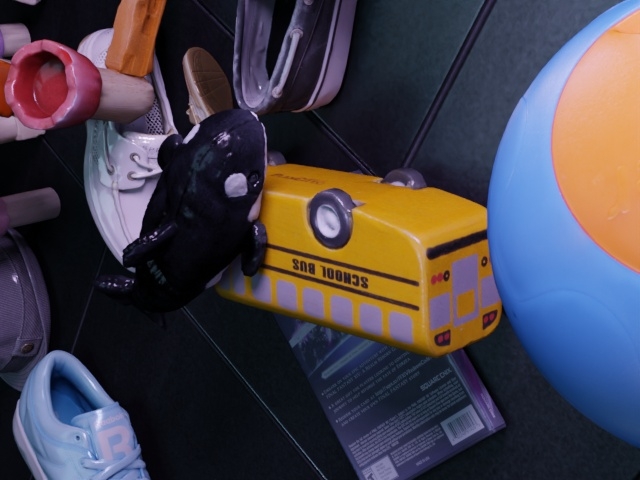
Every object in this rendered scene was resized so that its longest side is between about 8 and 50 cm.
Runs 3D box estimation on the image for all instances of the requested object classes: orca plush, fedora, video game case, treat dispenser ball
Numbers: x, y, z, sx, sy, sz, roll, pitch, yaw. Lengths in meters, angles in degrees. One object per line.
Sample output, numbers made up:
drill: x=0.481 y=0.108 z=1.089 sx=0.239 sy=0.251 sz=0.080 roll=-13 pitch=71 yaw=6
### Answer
orca plush: x=-0.148 y=-0.008 z=1.006 sx=0.287 sy=0.102 sz=0.151 roll=-34 pitch=79 yaw=47
fedora: x=-0.491 y=0.103 z=1.583 sx=0.243 sy=0.124 sz=0.275 roll=55 pitch=135 yaw=19
video game case: x=0.045 y=0.097 z=1.093 sx=0.196 sy=0.026 sz=0.274 roll=-42 pitch=70 yaw=45
treat dispenser ball: x=0.242 y=-0.011 z=0.656 sx=0.288 sy=0.288 sz=0.288 roll=17 pitch=114 yaw=43

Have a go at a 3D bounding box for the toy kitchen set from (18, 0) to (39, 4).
toy kitchen set: x=-0.414 y=-0.399 z=1.393 sx=0.207 sy=0.166 sz=0.122 roll=17 pitch=121 yaw=2

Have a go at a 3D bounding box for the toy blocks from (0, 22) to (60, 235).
toy blocks: x=-0.536 y=-0.149 z=1.451 sx=0.289 sy=0.260 sz=0.308 roll=6 pitch=106 yaw=46

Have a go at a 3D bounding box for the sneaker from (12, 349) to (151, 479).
sneaker: x=-0.276 y=0.288 z=1.409 sx=0.366 sy=0.135 sz=0.150 roll=44 pitch=133 yaw=27

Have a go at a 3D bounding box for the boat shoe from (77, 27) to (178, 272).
boat shoe: x=-0.201 y=-0.100 z=1.234 sx=0.096 sy=0.098 sz=0.277 roll=-7 pitch=96 yaw=48

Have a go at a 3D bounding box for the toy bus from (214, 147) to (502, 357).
toy bus: x=0.000 y=0.000 z=1.013 sx=0.333 sy=0.108 sz=0.130 roll=12 pitch=112 yaw=43

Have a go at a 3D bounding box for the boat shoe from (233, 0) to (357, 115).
boat shoe: x=-0.029 y=-0.259 z=0.998 sx=0.113 sy=0.105 sz=0.306 roll=34 pitch=125 yaw=35

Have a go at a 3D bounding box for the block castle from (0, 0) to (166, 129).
block castle: x=-0.375 y=-0.297 z=1.151 sx=0.453 sy=0.213 sz=0.303 roll=19 pitch=100 yaw=24

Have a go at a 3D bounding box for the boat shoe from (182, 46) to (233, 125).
boat shoe: x=-0.116 y=-0.133 z=1.170 sx=0.045 sy=0.050 sz=0.135 roll=-25 pitch=84 yaw=42
